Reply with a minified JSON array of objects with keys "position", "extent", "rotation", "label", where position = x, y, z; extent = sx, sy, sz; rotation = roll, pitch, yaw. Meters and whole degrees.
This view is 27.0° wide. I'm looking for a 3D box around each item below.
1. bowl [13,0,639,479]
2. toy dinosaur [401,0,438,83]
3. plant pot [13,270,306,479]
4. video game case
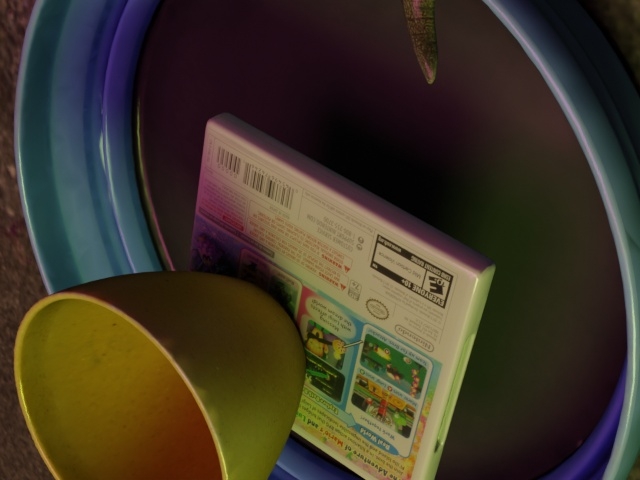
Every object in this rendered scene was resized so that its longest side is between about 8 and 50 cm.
[{"position":[0.000,0.000,0.683],"extent":[0.391,0.077,0.391],"rotation":[19,123,34],"label":"bowl"},{"position":[0.043,-0.204,0.442],"extent":[0.160,0.121,0.314],"rotation":[0,103,18],"label":"toy dinosaur"},{"position":[-0.062,0.067,0.621],"extent":[0.134,0.095,0.134],"rotation":[21,125,33],"label":"plant pot"},{"position":[0.000,0.034,0.633],"extent":[0.157,0.019,0.143],"rotation":[30,129,26],"label":"video game case"}]
